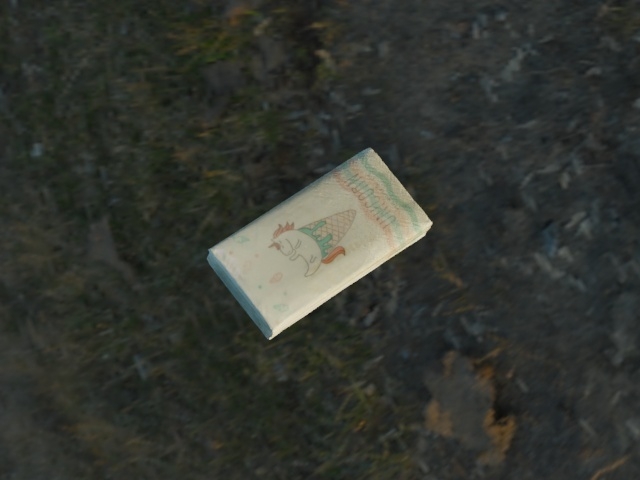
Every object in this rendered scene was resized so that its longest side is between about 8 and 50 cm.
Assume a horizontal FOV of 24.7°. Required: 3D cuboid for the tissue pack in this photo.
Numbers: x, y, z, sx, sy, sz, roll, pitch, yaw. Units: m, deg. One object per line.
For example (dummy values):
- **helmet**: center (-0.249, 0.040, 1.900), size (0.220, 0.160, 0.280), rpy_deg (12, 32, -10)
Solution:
- **tissue pack**: center (0.000, 0.000, 0.746), size (0.056, 0.108, 0.023), rpy_deg (50, 156, 12)
